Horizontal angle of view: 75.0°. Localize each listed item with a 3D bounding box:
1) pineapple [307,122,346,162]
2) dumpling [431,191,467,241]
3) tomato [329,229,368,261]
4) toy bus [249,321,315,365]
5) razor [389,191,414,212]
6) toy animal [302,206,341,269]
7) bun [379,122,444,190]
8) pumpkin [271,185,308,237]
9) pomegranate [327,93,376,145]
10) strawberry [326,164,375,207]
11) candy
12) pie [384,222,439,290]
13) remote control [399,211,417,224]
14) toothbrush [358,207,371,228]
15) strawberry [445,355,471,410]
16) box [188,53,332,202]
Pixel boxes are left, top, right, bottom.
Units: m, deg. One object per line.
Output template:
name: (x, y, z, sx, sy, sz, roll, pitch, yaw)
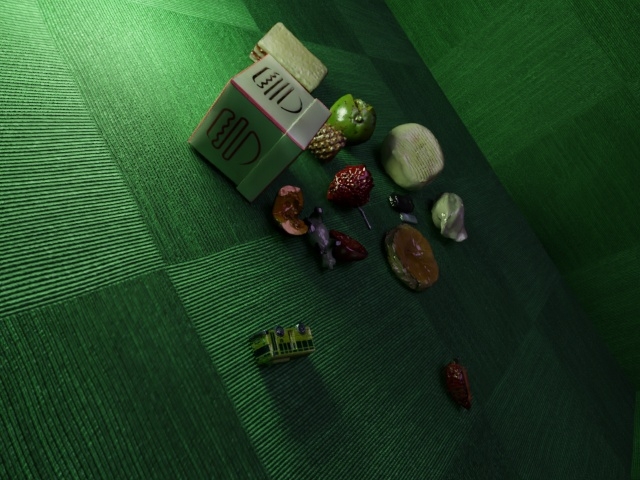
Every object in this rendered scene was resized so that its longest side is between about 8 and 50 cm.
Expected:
pineapple: (-0.056, -0.476, 1.760, 0.340, 0.169, 0.169, 36, 42, -11)
dumpling: (0.717, -0.135, 2.248, 0.243, 0.187, 0.318, 34, 40, -18)
tomato: (0.101, 0.039, 1.577, 0.174, 0.082, 0.166, 23, 16, -35)
toy bus: (-0.107, 0.298, 1.194, 0.175, 0.088, 0.101, 5, 61, -44)
razor: (0.403, -0.187, 2.076, 0.148, 0.054, 0.090, 9, 57, -40)
toy animal: (0.000, 0.000, 1.497, 0.094, 0.121, 0.225, -26, 81, -20)
bun: (0.472, -0.424, 2.196, 0.361, 0.213, 0.360, 4, 79, -20)
pumpkin: (-0.114, -0.087, 1.449, 0.119, 0.108, 0.183, 9, 64, -33)
pomegranate: (0.134, -0.574, 1.991, 0.236, 0.236, 0.302, 30, 12, -27)
strawberry: (0.120, -0.212, 1.732, 0.202, 0.187, 0.184, -26, 107, -23)
candy: (-0.139, -0.799, 1.883, 0.321, 0.135, 0.179, 37, 62, -22)
pie: (0.412, 0.072, 1.880, 0.340, 0.083, 0.339, 28, 46, -32)
remote control: (0.442, -0.110, 2.089, 0.125, 0.018, 0.053, 8, 59, -41)
toothbrush: (0.182, -0.120, 1.842, 0.017, 0.014, 0.162, -18, 77, -30)
strawberry: (0.544, 0.563, 1.657, 0.140, 0.085, 0.192, -47, 121, -65)
box: (-0.199, -0.380, 1.414, 0.300, 0.312, 0.314, 41, 40, -13)
